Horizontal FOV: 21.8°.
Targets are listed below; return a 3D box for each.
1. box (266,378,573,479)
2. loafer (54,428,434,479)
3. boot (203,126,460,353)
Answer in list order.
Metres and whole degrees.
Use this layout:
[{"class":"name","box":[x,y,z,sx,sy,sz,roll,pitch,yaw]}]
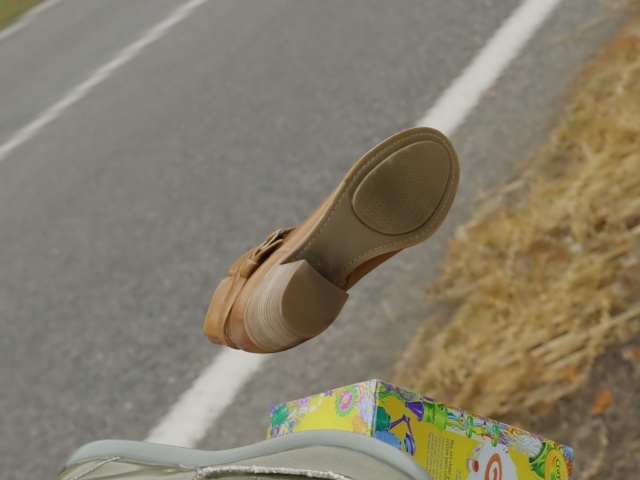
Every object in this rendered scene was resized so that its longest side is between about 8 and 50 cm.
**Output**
[{"class":"box","box":[0.092,0.325,1.664,0.177,0.279,0.290,-21,55,49]},{"class":"loafer","box":[-0.049,0.158,0.868,0.251,0.094,0.087,-6,21,31]},{"class":"boot","box":[0.000,0.000,1.167,0.197,0.073,0.152,-45,12,-23]}]
